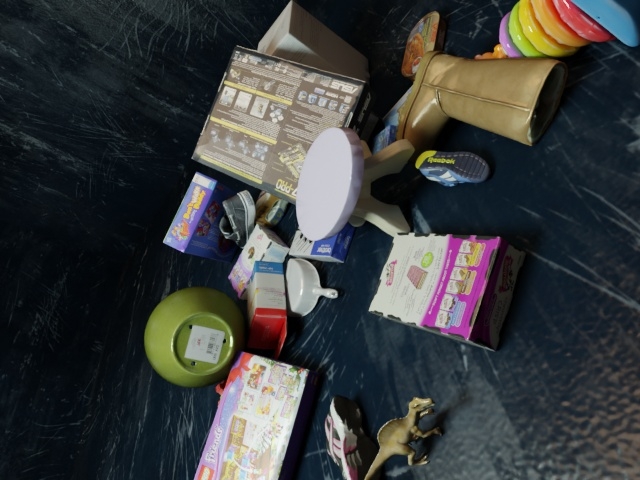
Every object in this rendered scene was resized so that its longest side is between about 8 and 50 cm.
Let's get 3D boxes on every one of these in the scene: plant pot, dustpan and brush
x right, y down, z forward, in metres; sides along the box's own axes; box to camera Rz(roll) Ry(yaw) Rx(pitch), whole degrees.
[{"bbox_3d":[-0.295,0.242,1.149,0.293,0.275,0.274,154,136,-70],"label":"plant pot"},{"bbox_3d":[-0.025,0.119,1.115,0.211,0.061,0.147,176,102,-67],"label":"dustpan and brush"}]

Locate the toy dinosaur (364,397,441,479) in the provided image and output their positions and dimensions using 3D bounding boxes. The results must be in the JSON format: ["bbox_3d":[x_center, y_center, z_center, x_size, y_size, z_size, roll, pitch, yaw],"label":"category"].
[{"bbox_3d":[0.117,0.298,0.692,0.183,0.093,0.053,-58,29,9],"label":"toy dinosaur"}]

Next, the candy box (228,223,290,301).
[{"bbox_3d":[-0.187,0.069,1.396,0.196,0.070,0.165,-60,29,7],"label":"candy box"}]

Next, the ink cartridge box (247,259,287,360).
[{"bbox_3d":[-0.139,0.178,1.180,0.231,0.078,0.134,-99,22,-47],"label":"ink cartridge box"}]

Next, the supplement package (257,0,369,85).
[{"bbox_3d":[-0.021,-0.499,1.352,0.175,0.293,0.177,-36,39,40],"label":"supplement package"}]

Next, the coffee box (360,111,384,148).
[{"bbox_3d":[0.020,-0.230,1.248,0.297,0.119,0.168,-58,30,11],"label":"coffee box"}]

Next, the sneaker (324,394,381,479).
[{"bbox_3d":[0.048,0.360,0.799,0.178,0.072,0.077,-103,35,-60],"label":"sneaker"}]

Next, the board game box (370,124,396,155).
[{"bbox_3d":[0.146,-0.216,1.105,0.090,0.020,0.090,154,127,-67],"label":"board game box"}]

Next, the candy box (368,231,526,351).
[{"bbox_3d":[0.197,0.073,0.767,0.233,0.071,0.159,6,73,59],"label":"candy box"}]

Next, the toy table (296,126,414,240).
[{"bbox_3d":[0.069,-0.109,0.954,0.274,0.161,0.252,-44,57,56],"label":"toy table"}]

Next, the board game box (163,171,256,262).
[{"bbox_3d":[-0.344,-0.060,1.527,0.233,0.078,0.347,-65,-14,-3],"label":"board game box"}]

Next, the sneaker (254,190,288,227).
[{"bbox_3d":[-0.119,-0.174,1.440,0.296,0.112,0.130,-42,35,32],"label":"sneaker"}]

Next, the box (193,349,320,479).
[{"bbox_3d":[-0.133,0.397,0.981,0.201,0.057,0.293,6,70,33],"label":"box"}]

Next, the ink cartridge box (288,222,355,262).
[{"bbox_3d":[0.000,0.000,1.172,0.207,0.046,0.097,1,69,58],"label":"ink cartridge box"}]

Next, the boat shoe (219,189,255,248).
[{"bbox_3d":[-0.268,-0.049,1.473,0.108,0.102,0.301,62,160,16],"label":"boat shoe"}]

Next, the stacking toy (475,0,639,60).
[{"bbox_3d":[0.370,-0.355,0.785,0.165,0.175,0.302,-67,15,-18],"label":"stacking toy"}]

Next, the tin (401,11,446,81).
[{"bbox_3d":[0.257,-0.477,1.152,0.106,0.040,0.189,-20,51,57],"label":"tin"}]

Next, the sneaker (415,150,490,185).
[{"bbox_3d":[0.251,-0.131,0.870,0.144,0.059,0.053,21,73,42],"label":"sneaker"}]

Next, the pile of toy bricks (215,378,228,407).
[{"bbox_3d":[-0.198,0.393,1.115,0.118,0.105,0.212,-53,31,19],"label":"pile of toy bricks"}]

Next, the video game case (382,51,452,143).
[{"bbox_3d":[0.236,-0.302,1.056,0.212,0.023,0.193,-46,33,29],"label":"video game case"}]

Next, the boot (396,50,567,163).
[{"bbox_3d":[0.271,-0.221,0.850,0.270,0.089,0.235,36,125,46],"label":"boot"}]

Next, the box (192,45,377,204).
[{"bbox_3d":[-0.101,-0.277,1.155,0.395,0.097,0.318,24,94,25],"label":"box"}]
